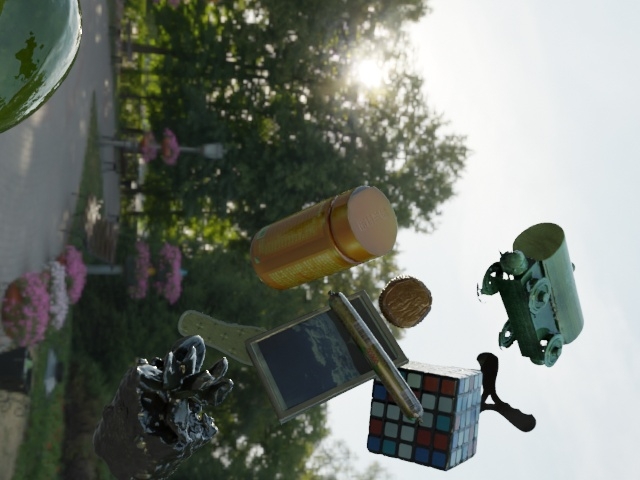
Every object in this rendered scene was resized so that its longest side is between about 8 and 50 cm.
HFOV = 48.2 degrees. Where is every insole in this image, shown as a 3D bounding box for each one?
[{"bbox_3d":[-0.247,0.271,1.984,0.007,0.322,0.109,57,52,-78],"label":"insole"}]

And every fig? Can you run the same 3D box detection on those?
[{"bbox_3d":[-0.481,-0.282,0.973,0.316,0.316,0.316,-178,-90,-77],"label":"fig"}]

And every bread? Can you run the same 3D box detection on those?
[{"bbox_3d":[0.131,0.094,1.110,0.053,0.085,0.085,150,-59,-87],"label":"bread"}]

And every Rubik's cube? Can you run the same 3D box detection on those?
[{"bbox_3d":[0.217,0.350,1.467,0.182,0.184,0.187,11,82,-62],"label":"Rubik's cube"}]

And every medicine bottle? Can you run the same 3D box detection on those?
[{"bbox_3d":[0.000,0.000,0.948,0.191,0.096,0.096,-22,-117,42],"label":"medicine bottle"}]

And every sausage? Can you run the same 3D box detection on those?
[{"bbox_3d":[0.086,0.182,1.159,0.269,0.032,0.033,54,-31,27],"label":"sausage"}]

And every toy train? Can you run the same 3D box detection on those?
[{"bbox_3d":[0.400,0.101,1.342,0.126,0.189,0.307,12,-36,40],"label":"toy train"}]

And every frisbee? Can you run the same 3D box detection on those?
[{"bbox_3d":[0.390,0.384,1.712,0.211,0.187,0.012,63,26,8],"label":"frisbee"}]

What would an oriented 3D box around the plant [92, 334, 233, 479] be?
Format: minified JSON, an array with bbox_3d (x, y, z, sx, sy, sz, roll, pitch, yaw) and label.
[{"bbox_3d":[-0.294,0.329,1.376,0.276,0.188,0.199,-53,161,10],"label":"plant"}]

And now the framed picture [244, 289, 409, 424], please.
[{"bbox_3d":[0.008,0.208,1.318,0.023,0.259,0.189,79,-15,-48],"label":"framed picture"}]
